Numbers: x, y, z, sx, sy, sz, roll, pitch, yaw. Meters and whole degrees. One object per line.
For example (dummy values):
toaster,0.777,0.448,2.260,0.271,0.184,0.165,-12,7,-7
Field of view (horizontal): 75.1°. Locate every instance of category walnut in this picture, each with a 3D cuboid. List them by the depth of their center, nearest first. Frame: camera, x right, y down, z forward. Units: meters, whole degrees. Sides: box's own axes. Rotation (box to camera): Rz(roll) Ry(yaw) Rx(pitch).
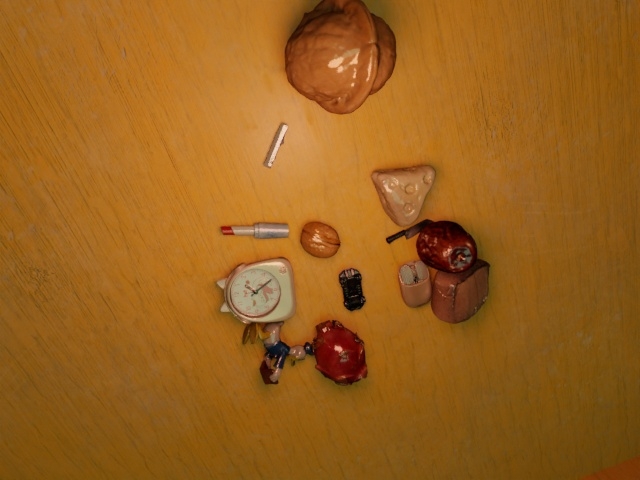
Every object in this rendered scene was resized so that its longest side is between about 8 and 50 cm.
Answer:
walnut,0.071,-0.610,1.384,0.383,0.384,0.384,-3,110,-8
walnut,0.000,0.000,1.721,0.180,0.144,0.144,16,107,-19

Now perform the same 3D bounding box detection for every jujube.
jujube,0.520,0.029,1.717,0.222,0.318,0.223,-1,103,-3

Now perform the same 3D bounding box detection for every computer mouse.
computer mouse,0.433,0.203,1.894,0.145,0.082,0.237,-15,113,-2

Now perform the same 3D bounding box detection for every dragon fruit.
dragon fruit,0.090,0.513,1.882,0.250,0.250,0.315,-6,94,-7

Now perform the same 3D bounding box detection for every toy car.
toy car,0.141,0.219,1.863,0.103,0.063,0.216,-13,117,-3

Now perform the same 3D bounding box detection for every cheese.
cheese,0.356,-0.184,1.695,0.251,0.174,0.248,-16,110,-8

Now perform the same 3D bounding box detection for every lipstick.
lipstick,-0.269,-0.040,1.703,0.273,0.061,0.068,-1,112,-9

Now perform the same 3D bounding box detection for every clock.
clock,-0.268,0.210,1.749,0.323,0.108,0.265,-5,98,-8

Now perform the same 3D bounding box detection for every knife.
knife,0.398,-0.037,1.834,0.230,0.028,0.060,-27,124,-2

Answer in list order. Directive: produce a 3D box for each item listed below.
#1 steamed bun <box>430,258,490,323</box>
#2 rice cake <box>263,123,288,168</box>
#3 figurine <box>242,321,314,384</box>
steamed bun,0.605,0.205,1.856,0.301,0.199,0.252,-23,114,-34
rice cake,-0.170,-0.366,1.615,0.042,0.030,0.180,23,105,-11
figurine,-0.172,0.505,1.857,0.338,0.204,0.284,10,83,-25
